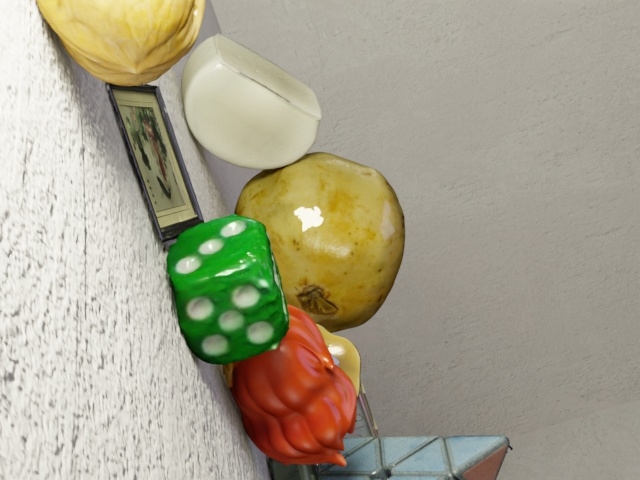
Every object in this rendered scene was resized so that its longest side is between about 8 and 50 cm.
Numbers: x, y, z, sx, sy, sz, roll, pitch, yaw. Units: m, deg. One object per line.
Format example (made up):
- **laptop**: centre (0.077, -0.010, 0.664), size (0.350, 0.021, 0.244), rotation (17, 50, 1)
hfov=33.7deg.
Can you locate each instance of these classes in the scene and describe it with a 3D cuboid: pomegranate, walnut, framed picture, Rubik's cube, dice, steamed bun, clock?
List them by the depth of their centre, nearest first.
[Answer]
- **walnut**: centre (-0.189, -0.241, 0.990), size (0.159, 0.159, 0.206), rotation (68, 4, -67)
- **dice**: centre (-0.104, 0.055, 1.216), size (0.128, 0.120, 0.131), rotation (-106, 179, -59)
- **framed picture**: centre (-0.196, -0.097, 1.266), size (0.199, 0.010, 0.195), rotation (-35, 106, -80)
- **Rubik's cube**: centre (0.108, 0.379, 1.457), size (0.228, 0.233, 0.228), rotation (115, -10, -61)
- **steamed bun**: centre (-0.131, -0.223, 1.814), size (0.242, 0.164, 0.146), rotation (28, 24, -26)
- **pomegranate**: centre (0.000, 0.000, 1.912), size (0.332, 0.333, 0.332), rotation (-17, 90, -88)
- **clock**: centre (0.027, 0.341, 2.016), size (0.071, 0.147, 0.192), rotation (-105, 177, -57)

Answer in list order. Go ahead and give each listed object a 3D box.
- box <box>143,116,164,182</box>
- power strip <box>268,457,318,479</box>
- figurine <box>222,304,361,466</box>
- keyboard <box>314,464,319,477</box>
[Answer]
- **box**: centre (-0.207, -0.107, 1.304), size (0.046, 0.012, 0.083), rotation (59, 14, -74)
- **power strip**: centre (-0.018, 0.410, 1.459), size (0.193, 0.059, 0.265), rotation (70, 4, -58)
- **figurine**: centre (-0.032, 0.194, 1.412), size (0.257, 0.181, 0.208), rotation (28, 74, -78)
- **keyboard**: centre (-0.052, 0.297, 1.727), size (0.106, 0.016, 0.262), rotation (25, 43, -75)
